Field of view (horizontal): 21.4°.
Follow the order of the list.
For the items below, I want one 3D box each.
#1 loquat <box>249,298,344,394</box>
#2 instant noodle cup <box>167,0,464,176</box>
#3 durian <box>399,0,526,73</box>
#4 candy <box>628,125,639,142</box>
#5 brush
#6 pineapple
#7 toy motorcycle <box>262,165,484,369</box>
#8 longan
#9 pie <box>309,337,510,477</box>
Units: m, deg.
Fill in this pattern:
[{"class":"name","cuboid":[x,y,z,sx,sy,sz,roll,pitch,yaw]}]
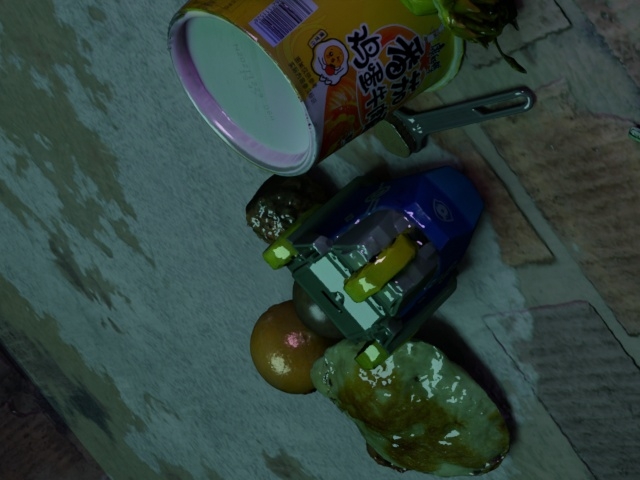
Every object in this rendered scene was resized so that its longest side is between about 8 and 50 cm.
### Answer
[{"class":"loquat","cuboid":[-0.025,0.143,2.293,0.141,0.141,0.141,37,153,23]},{"class":"instant noodle cup","cuboid":[-0.013,-0.200,1.704,0.264,0.200,0.264,35,152,22]},{"class":"durian","cuboid":[0.111,-0.249,1.481,0.132,0.106,0.375,38,167,30]},{"class":"candy","cuboid":[0.391,-0.035,1.470,0.335,0.093,0.092,34,110,45]},{"class":"brush","cuboid":[0.136,-0.127,1.772,0.062,0.027,0.266,54,154,-14]},{"class":"pineapple","cuboid":[0.000,0.000,2.096,0.197,0.108,0.108,43,156,-12]},{"class":"toy motorcycle","cuboid":[0.080,0.011,1.889,0.191,0.200,0.326,48,166,-2]},{"class":"longan","cuboid":[0.018,0.081,2.177,0.106,0.106,0.119,26,162,38]},{"class":"pie","cuboid":[0.124,0.212,2.185,0.257,0.105,0.274,1,141,40]}]
